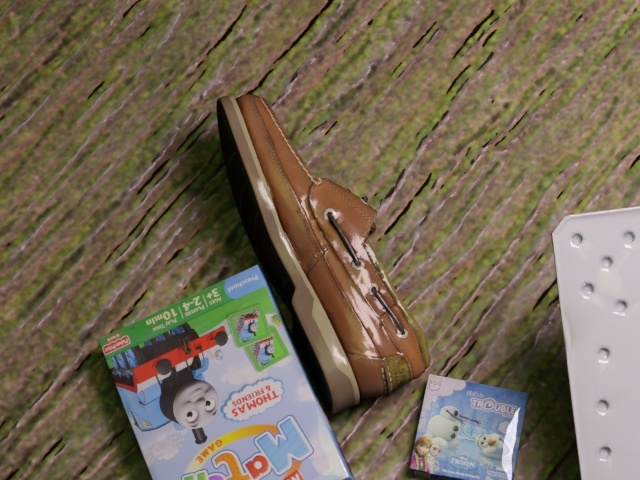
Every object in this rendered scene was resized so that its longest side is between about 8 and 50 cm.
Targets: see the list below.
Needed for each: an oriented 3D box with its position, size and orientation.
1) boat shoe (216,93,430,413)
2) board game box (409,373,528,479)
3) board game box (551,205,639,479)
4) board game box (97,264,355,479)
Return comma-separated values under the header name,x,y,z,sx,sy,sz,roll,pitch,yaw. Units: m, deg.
name,x,y,z,sx,sy,sz,roll,pitch,yaw
boat shoe,0.000,0.000,1.737,0.104,0.111,0.307,-21,78,-10
board game box,0.129,0.168,1.698,0.090,0.020,0.090,10,67,7
board game box,0.402,0.150,1.594,0.390,0.050,0.390,-7,91,1
board game box,-0.083,0.148,1.696,0.160,0.039,0.211,-25,69,2
